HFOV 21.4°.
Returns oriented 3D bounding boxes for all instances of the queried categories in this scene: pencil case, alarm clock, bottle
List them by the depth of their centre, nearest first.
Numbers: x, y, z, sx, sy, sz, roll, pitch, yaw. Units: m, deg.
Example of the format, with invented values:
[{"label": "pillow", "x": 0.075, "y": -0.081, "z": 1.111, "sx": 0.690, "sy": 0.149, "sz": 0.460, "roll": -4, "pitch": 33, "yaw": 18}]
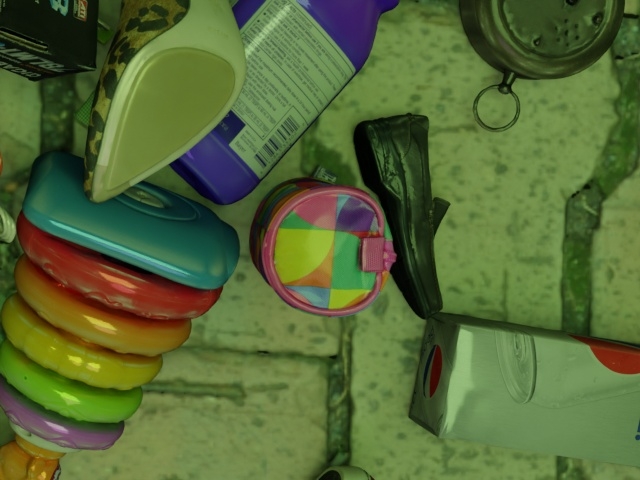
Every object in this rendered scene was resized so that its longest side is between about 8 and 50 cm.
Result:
[{"label": "pencil case", "x": 0.000, "y": 0.000, "z": 1.275, "sx": 0.104, "sy": 0.236, "sz": 0.104, "roll": 0, "pitch": 95, "yaw": -3}, {"label": "bottle", "x": -0.021, "y": -0.163, "z": 1.314, "sx": 0.283, "sy": 0.092, "sz": 0.118, "roll": -50, "pitch": 122, "yaw": -7}, {"label": "alarm clock", "x": 0.175, "y": -0.178, "z": 1.379, "sx": 0.129, "sy": 0.064, "sz": 0.192, "roll": 22, "pitch": 94, "yaw": -14}]

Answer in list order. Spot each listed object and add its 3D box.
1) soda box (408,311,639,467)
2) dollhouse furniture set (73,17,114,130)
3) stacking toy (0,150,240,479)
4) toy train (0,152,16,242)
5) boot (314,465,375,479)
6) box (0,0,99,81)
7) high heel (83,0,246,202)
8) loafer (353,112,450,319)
[{"label": "soda box", "x": 0.226, "y": 0.130, "z": 1.404, "sx": 0.286, "sy": 0.091, "sz": 0.098, "roll": 10, "pitch": 93, "yaw": -13}, {"label": "dollhouse furniture set", "x": -0.178, "y": -0.131, "z": 1.306, "sx": 0.152, "sy": 0.058, "sz": 0.076, "roll": 37, "pitch": 88, "yaw": -13}, {"label": "stacking toy", "x": -0.191, "y": 0.099, "z": 1.293, "sx": 0.166, "sy": 0.175, "sz": 0.302, "roll": 22, "pitch": 102, "yaw": -12}, {"label": "toy train", "x": -0.262, "y": -0.013, "z": 1.275, "sx": 0.046, "sy": 0.166, "sz": 0.125, "roll": -26, "pitch": 77, "yaw": -38}, {"label": "boot", "x": 0.041, "y": 0.312, "z": 1.388, "sx": 0.176, "sy": 0.088, "sz": 0.244, "roll": 18, "pitch": 100, "yaw": -14}, {"label": "box", "x": -0.259, "y": -0.284, "z": 1.142, "sx": 0.073, "sy": 0.293, "sz": 0.295, "roll": -3, "pitch": 80, "yaw": 30}, {"label": "high heel", "x": -0.131, "y": -0.154, "z": 1.252, "sx": 0.093, "sy": 0.186, "sz": 0.261, "roll": 34, "pitch": 83, "yaw": -38}, {"label": "loafer", "x": 0.079, "y": -0.021, "z": 1.374, "sx": 0.061, "sy": 0.062, "sz": 0.170, "roll": -17, "pitch": 100, "yaw": -15}]
